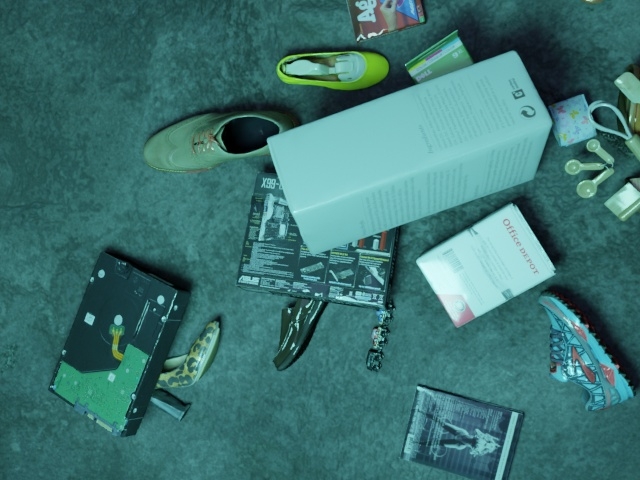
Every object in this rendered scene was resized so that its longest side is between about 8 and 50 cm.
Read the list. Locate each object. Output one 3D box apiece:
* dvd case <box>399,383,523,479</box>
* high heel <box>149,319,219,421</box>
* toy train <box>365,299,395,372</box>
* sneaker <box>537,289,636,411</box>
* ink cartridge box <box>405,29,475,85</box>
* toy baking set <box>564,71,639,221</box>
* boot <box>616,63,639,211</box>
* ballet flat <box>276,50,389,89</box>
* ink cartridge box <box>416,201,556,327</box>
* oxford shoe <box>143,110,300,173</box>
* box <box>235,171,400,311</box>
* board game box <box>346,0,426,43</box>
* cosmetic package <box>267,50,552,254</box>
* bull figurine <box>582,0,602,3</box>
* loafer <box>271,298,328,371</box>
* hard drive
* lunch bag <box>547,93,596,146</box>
[{"bbox_3d":[0.290,0.405,1.431,0.221,0.018,0.164,13,97,11],"label":"dvd case"},{"bbox_3d":[-0.337,0.253,1.511,0.186,0.093,0.261,29,106,6],"label":"high heel"},{"bbox_3d":[0.123,0.199,1.445,0.036,0.027,0.158,16,99,21],"label":"toy train"},{"bbox_3d":[0.486,0.219,1.330,0.125,0.104,0.262,-36,87,15],"label":"sneaker"},{"bbox_3d":[0.226,-0.315,1.281,0.109,0.209,0.062,-30,88,13],"label":"ink cartridge box"},{"bbox_3d":[0.553,-0.156,1.224,0.197,0.030,0.256,19,118,11],"label":"toy baking set"},{"bbox_3d":[0.666,-0.193,1.249,0.220,0.109,0.283,-9,96,14],"label":"boot"},{"bbox_3d":[0.020,-0.345,1.390,0.231,0.077,0.077,2,95,11],"label":"ballet flat"},{"bbox_3d":[0.323,0.045,1.354,0.218,0.092,0.158,-31,88,15],"label":"ink cartridge box"},{"bbox_3d":[-0.222,-0.214,1.425,0.348,0.130,0.123,-11,93,13],"label":"oxford shoe"},{"bbox_3d":[0.000,0.000,1.395,0.308,0.076,0.242,7,79,11],"label":"box"},{"bbox_3d":[0.108,-0.552,1.379,0.145,0.027,0.281,-13,92,14],"label":"board game box"},{"bbox_3d":[0.157,-0.146,1.246,0.453,0.230,0.161,-19,69,1],"label":"cosmetic package"},{"bbox_3d":[0.590,-0.558,1.241,0.310,0.101,0.188,-28,85,11],"label":"bull figurine"},{"bbox_3d":[-0.049,0.171,1.457,0.078,0.080,0.220,28,91,12],"label":"loafer"},{"bbox_3d":[-0.438,0.221,1.499,0.237,0.064,0.338,22,91,27],"label":"hard drive"},{"bbox_3d":[0.479,-0.226,1.318,0.071,0.053,0.083,-20,81,11],"label":"lunch bag"}]
